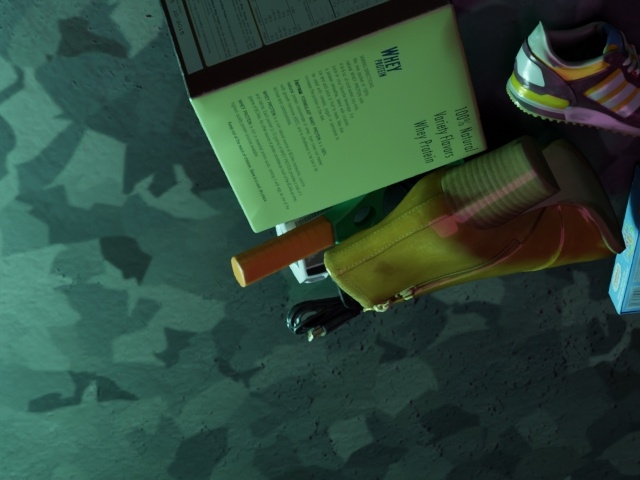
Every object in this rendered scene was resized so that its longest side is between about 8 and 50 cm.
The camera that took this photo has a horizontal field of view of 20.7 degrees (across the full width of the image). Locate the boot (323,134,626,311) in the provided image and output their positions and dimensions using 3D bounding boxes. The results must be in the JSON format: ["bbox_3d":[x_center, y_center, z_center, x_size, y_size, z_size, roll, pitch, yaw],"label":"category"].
[{"bbox_3d":[0.135,-0.003,1.532,0.211,0.104,0.295,-29,160,20],"label":"boot"}]

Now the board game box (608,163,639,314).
[{"bbox_3d":[0.391,-0.008,1.668,0.211,0.039,0.160,-4,130,-11],"label":"board game box"}]

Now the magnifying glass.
[{"bbox_3d":[0.028,-0.019,1.525,0.231,0.026,0.092,-24,129,-18],"label":"magnifying glass"}]

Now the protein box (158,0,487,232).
[{"bbox_3d":[0.003,-0.139,1.359,0.201,0.136,0.200,-20,148,2],"label":"protein box"}]

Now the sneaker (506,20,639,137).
[{"bbox_3d":[0.256,-0.142,1.500,0.185,0.069,0.084,3,133,-18],"label":"sneaker"}]

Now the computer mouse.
[{"bbox_3d":[0.000,0.000,1.566,0.106,0.042,0.193,-27,130,-14],"label":"computer mouse"}]
